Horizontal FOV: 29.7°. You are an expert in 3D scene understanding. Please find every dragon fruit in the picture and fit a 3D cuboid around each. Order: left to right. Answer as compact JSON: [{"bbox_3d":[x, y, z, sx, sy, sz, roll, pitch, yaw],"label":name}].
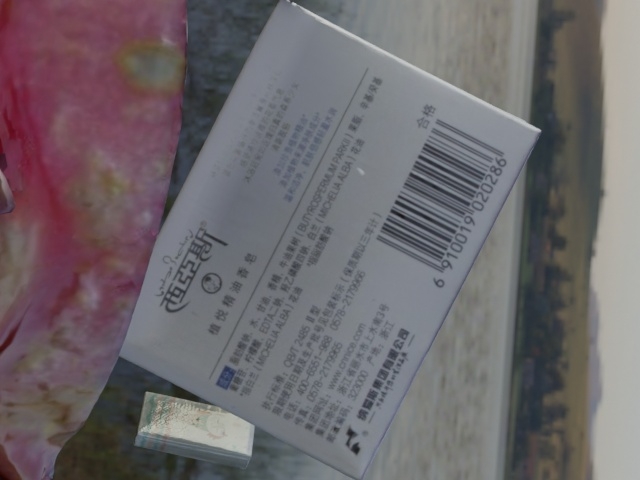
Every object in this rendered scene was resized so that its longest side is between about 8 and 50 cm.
[{"bbox_3d":[-0.221,-0.071,0.535,0.371,0.249,0.386,-34,-123,53],"label":"dragon fruit"}]

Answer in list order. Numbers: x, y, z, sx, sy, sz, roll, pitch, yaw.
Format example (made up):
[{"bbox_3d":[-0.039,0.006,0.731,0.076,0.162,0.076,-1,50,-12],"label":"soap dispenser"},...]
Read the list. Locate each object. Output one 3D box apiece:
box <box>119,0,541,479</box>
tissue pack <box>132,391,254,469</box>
[{"bbox_3d":[0.000,0.000,0.865,0.274,0.203,0.116,-64,179,1],"label":"box"},{"bbox_3d":[-0.116,0.175,1.118,0.056,0.108,0.023,-87,-167,-49],"label":"tissue pack"}]
